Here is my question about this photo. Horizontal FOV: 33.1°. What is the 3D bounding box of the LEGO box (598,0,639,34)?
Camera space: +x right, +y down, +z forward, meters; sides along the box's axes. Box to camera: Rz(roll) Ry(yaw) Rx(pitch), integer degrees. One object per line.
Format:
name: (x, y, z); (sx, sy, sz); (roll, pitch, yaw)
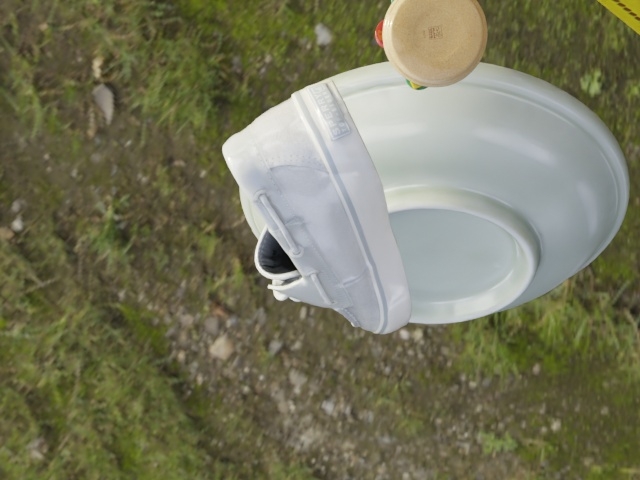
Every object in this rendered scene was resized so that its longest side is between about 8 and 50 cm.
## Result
LEGO box: (0.142, -0.314, 0.428); (0.500, 0.372, 0.193); (23, 151, -39)

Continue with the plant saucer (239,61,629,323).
plant saucer: (0.112, -0.011, 1.098); (0.400, 0.100, 0.400); (4, 143, 3)

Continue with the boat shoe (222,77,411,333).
boat shoe: (0.000, 0.000, 0.491); (0.063, 0.066, 0.184); (-22, 156, -1)

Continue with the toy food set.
toy food set: (0.085, -0.158, 0.817); (0.082, 0.020, 0.083); (-24, 98, 0)
